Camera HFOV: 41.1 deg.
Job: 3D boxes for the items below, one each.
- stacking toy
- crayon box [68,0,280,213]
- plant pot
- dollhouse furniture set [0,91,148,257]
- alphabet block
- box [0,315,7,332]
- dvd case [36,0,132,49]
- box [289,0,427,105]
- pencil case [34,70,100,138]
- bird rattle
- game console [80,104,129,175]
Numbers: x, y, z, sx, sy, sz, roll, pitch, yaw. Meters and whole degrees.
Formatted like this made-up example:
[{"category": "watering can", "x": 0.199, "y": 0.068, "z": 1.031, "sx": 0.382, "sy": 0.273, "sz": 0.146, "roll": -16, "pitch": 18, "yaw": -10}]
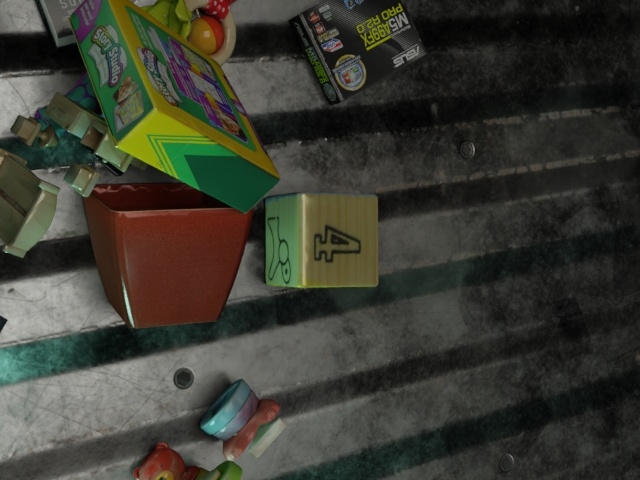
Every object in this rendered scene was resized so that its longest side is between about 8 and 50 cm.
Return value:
[{"category": "stacking toy", "x": -0.221, "y": 0.402, "z": 1.677, "sx": 0.130, "sy": 0.279, "sz": 0.309, "roll": 44, "pitch": 72, "yaw": -8}, {"category": "crayon box", "x": -0.262, "y": -0.252, "z": 1.524, "sx": 0.106, "sy": 0.363, "sz": 0.313, "roll": -42, "pitch": 141, "yaw": 18}, {"category": "plant pot", "x": -0.304, "y": 0.027, "z": 1.655, "sx": 0.267, "sy": 0.267, "sz": 0.236, "roll": -3, "pitch": 105, "yaw": -27}, {"category": "dollhouse furniture set", "x": -0.463, "y": -0.057, "z": 1.528, "sx": 0.173, "sy": 0.303, "sz": 0.356, "roll": 28, "pitch": 93, "yaw": -47}, {"category": "alphabet block", "x": 0.000, "y": 0.000, "z": 1.832, "sx": 0.193, "sy": 0.192, "sz": 0.197, "roll": 0, "pitch": 90, "yaw": -25}, {"category": "box", "x": -0.645, "y": 0.175, "z": 1.493, "sx": 0.108, "sy": 0.207, "sz": 0.153, "roll": 33, "pitch": 76, "yaw": -23}, {"category": "dvd case", "x": -0.481, "y": -0.516, "z": 1.683, "sx": 0.179, "sy": 0.029, "sz": 0.239, "roll": -23, "pitch": 99, "yaw": -25}, {"category": "box", "x": 0.090, "y": -0.466, "z": 1.953, "sx": 0.270, "sy": 0.060, "sz": 0.216, "roll": -32, "pitch": 103, "yaw": -23}, {"category": "pencil case", "x": -0.481, "y": -0.266, "z": 1.660, "sx": 0.151, "sy": 0.064, "sz": 0.070, "roll": -44, "pitch": 116, "yaw": -21}, {"category": "bird rattle", "x": -0.250, "y": -0.458, "z": 1.770, "sx": 0.253, "sy": 0.143, "sz": 0.207, "roll": -41, "pitch": 128, "yaw": -42}, {"category": "game console", "x": -0.396, "y": -0.221, "z": 1.694, "sx": 0.085, "sy": 0.124, "sz": 0.144, "roll": 34, "pitch": 72, "yaw": 6}]
